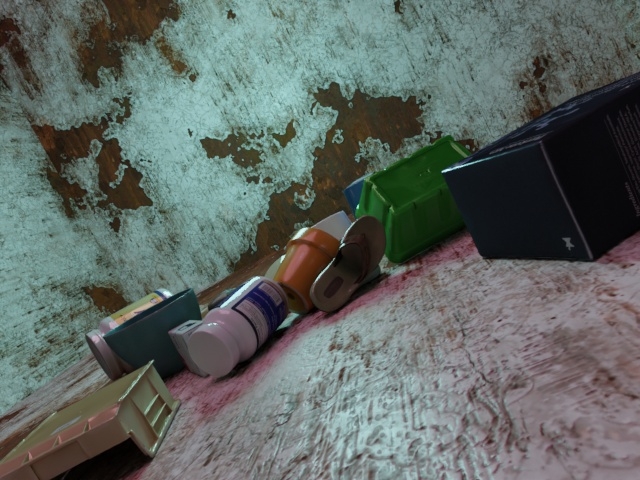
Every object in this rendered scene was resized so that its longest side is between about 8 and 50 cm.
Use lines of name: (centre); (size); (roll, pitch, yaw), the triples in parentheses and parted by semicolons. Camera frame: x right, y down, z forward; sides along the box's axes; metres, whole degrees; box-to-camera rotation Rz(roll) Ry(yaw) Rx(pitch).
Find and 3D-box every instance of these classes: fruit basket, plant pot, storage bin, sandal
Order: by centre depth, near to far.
storage bin: (-0.449, 0.390, 0.933); (0.262, 0.123, 0.260); (-27, 7, -2)
sandal: (0.083, 0.053, 1.197); (0.303, 0.120, 0.086); (-56, -11, -28)
plant pot: (-0.039, 0.100, 1.324); (0.205, 0.205, 0.188); (-20, 26, 51)
fruit basket: (0.303, -0.093, 1.414); (0.392, 0.283, 0.392); (-20, -38, -17)
plant pot: (-0.480, 0.301, 1.439); (0.290, 0.195, 0.290); (-27, 7, 3)

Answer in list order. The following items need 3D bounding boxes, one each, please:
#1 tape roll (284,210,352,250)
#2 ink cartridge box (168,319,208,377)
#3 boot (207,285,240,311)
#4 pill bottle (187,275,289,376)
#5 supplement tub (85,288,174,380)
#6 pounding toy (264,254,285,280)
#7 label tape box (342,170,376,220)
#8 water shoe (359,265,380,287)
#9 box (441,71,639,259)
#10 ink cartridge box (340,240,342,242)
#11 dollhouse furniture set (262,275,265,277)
tape roll: (0.000, 0.000, 1.837); (0.286, 0.100, 0.286); (-32, -6, -4)
ink cartridge box: (-0.331, 0.286, 1.251); (0.072, 0.128, 0.175); (-28, 7, -30)
boot: (-0.378, 0.244, 2.002); (0.219, 0.082, 0.106); (-28, 3, -19)
pill bottle: (-0.200, 0.210, 1.172); (0.153, 0.153, 0.264); (-24, 10, 32)
supplement tub: (-0.665, 0.344, 1.723); (0.316, 0.228, 0.228); (-32, 8, -35)
pounding toy: (-0.095, 0.159, 1.532); (0.182, 0.110, 0.237); (-9, 46, 37)
label tape box: (0.212, -0.138, 1.902); (0.105, 0.241, 0.334); (-24, 8, 17)
water shoe: (0.070, 0.101, 1.268); (0.203, 0.080, 0.073); (-31, 7, -27)
box: (0.496, -0.146, 0.890); (0.395, 0.212, 0.293); (-30, 7, -15)
ink cartridge box: (0.104, 0.039, 1.639); (0.134, 0.078, 0.231); (-22, 8, 46)
dollhouse furniture set: (-0.162, 0.192, 1.633); (0.181, 0.101, 0.161); (-25, 31, 16)
